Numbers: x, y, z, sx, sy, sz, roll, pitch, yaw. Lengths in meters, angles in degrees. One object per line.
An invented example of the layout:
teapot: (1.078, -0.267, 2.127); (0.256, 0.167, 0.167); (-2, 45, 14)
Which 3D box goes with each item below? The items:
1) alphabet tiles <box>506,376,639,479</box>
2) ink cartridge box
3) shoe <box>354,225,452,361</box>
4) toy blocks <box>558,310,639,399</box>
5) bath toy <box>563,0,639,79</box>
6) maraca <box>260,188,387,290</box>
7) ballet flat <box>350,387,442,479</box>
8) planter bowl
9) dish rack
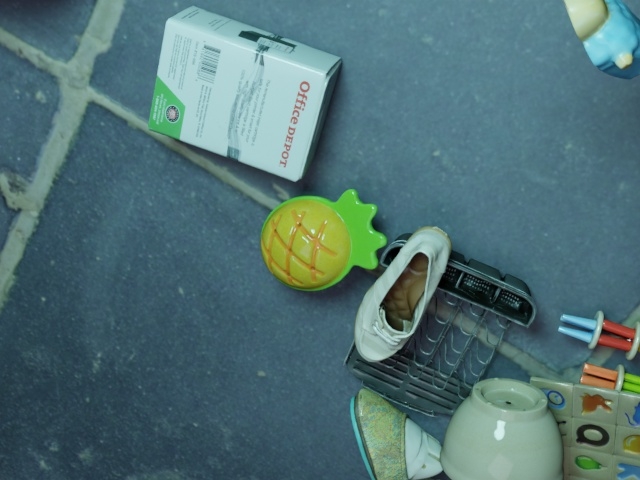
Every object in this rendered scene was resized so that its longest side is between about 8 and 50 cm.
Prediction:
alphabet tiles: (0.402, 0.311, 1.260); (0.343, 0.011, 0.285); (7, 126, 22)
ink cartridge box: (-0.094, -0.183, 1.146); (0.209, 0.087, 0.153); (21, 120, 6)
shoe: (0.095, 0.078, 1.157); (0.077, 0.058, 0.219); (26, 122, 2)
toy blocks: (0.378, 0.154, 1.203); (0.148, 0.054, 0.123); (16, 121, 10)
bath toy: (0.363, -0.264, 0.727); (0.348, 0.151, 0.129); (-26, 74, 28)
maraca: (0.000, 0.000, 1.200); (0.186, 0.099, 0.127); (-15, 97, 31)
ballet flat: (0.136, 0.350, 1.341); (0.123, 0.123, 0.348); (-6, 119, 19)
planter bowl: (0.240, 0.247, 1.193); (0.162, 0.162, 0.109); (7, 109, 12)
dish rack: (0.149, 0.131, 1.246); (0.208, 0.074, 0.271); (24, 120, 4)
